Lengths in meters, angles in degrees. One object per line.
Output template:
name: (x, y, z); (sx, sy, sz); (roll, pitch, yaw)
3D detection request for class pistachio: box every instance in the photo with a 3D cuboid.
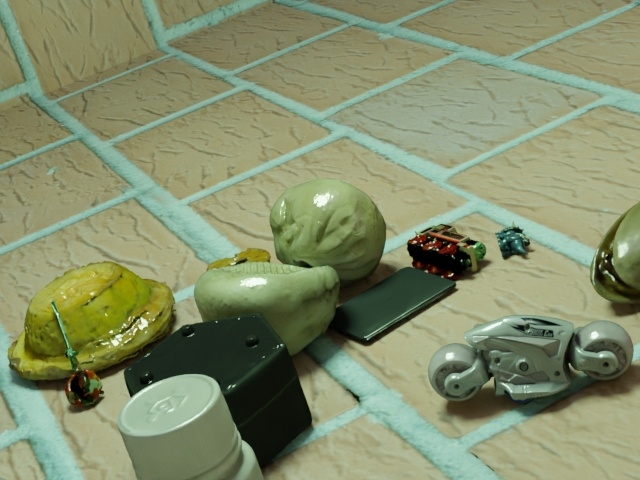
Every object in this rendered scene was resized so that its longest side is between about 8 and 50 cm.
pistachio: (0.451, 0.012, 1.717); (0.206, 0.131, 0.129); (-38, -14, -29)

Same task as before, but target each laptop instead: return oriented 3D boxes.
laptop: (0.099, 0.093, 1.899); (0.180, 0.016, 0.129); (-30, 26, -25)

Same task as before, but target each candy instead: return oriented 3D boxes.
candy: (-0.377, 0.168, 1.925); (0.056, 0.049, 0.184); (-23, 62, -6)

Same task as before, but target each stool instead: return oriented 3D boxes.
stool: (-0.135, 0.201, 1.666); (0.232, 0.141, 0.232); (-15, 23, 6)

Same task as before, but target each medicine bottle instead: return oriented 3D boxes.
medicine bottle: (-0.128, 0.273, 1.389); (0.139, 0.236, 0.139); (-15, 26, 7)

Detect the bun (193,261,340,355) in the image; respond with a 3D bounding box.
bun: (-0.074, 0.100, 1.856); (0.231, 0.133, 0.231); (-3, 2, 0)

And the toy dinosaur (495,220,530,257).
toy dinosaur: (0.293, 0.001, 1.944); (0.047, 0.030, 0.083); (-17, 24, 7)

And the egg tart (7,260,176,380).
egg tart: (-0.377, 0.122, 2.055); (0.288, 0.118, 0.288); (-18, 25, 9)

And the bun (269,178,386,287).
bun: (0.000, 0.000, 1.976); (0.193, 0.178, 0.127); (-9, 45, 35)

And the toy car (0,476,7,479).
toy car: (-0.404, 0.344, 1.581); (0.112, 0.112, 0.139); (-14, 24, 10)

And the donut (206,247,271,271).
donut: (-0.131, 0.052, 2.114); (0.108, 0.043, 0.097); (-20, 23, -8)

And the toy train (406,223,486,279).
toy train: (0.195, 0.015, 1.958); (0.087, 0.050, 0.138); (-27, 25, -28)

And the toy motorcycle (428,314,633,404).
toy motorcycle: (0.255, 0.138, 1.575); (0.254, 0.112, 0.112); (-11, 25, 13)
